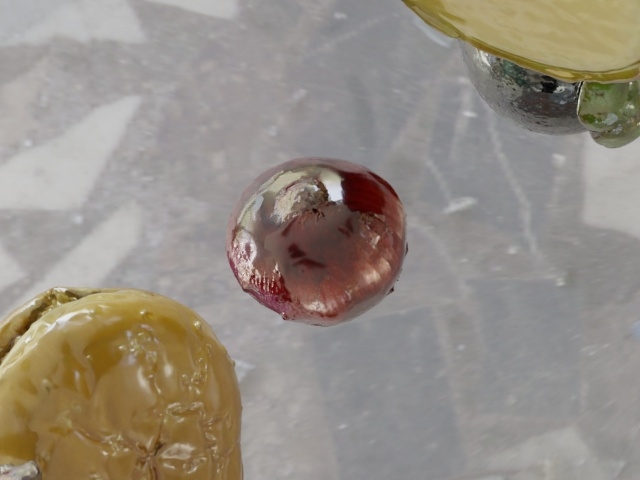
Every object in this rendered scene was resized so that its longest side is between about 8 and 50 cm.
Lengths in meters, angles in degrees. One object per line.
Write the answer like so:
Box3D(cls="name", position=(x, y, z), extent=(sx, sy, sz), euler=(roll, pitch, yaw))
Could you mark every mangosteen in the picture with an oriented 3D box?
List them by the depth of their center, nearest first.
Box3D(cls="mangosteen", position=(0.240, -0.198, 1.572), extent=(0.243, 0.243, 0.243), euler=(0, 91, 17))

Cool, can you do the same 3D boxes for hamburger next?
Box3D(cls="hamburger", position=(0.150, -0.256, 1.160), extent=(0.261, 0.302, 0.186), euler=(21, 77, 28))
Box3D(cls="hamburger", position=(-0.182, 0.184, 1.531), extent=(0.158, 0.319, 0.318), euler=(5, 93, 51))

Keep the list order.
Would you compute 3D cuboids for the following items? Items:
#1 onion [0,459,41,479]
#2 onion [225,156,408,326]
Box3D(cls="onion", position=(-0.287, 0.312, 1.212), extent=(0.348, 0.348, 0.385), euler=(38, 102, 13))
Box3D(cls="onion", position=(0.000, 0.000, 1.217), extent=(0.131, 0.131, 0.131), euler=(0, 91, 17))
